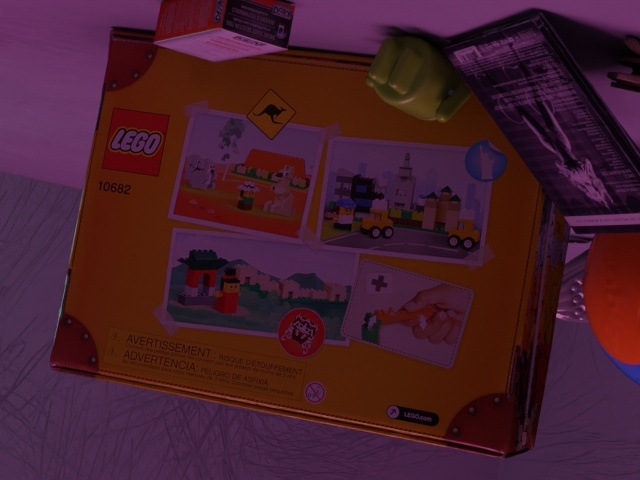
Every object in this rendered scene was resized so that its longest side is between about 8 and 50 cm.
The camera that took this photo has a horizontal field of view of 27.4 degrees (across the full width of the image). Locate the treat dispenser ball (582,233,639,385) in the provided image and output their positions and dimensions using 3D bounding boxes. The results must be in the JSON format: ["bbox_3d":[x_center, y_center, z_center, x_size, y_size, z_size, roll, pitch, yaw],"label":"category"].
[{"bbox_3d":[0.465,0.055,1.600,0.288,0.288,0.288,10,176,1],"label":"treat dispenser ball"}]

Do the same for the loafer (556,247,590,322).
[{"bbox_3d":[0.458,0.035,1.921,0.319,0.112,0.111,-16,-156,-16],"label":"loafer"}]

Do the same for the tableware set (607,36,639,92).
[{"bbox_3d":[0.342,-0.132,1.111,0.194,0.039,0.128,14,-174,9],"label":"tableware set"}]

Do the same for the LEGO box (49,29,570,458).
[{"bbox_3d":[0.000,0.000,1.403,0.500,0.372,0.193,9,176,17],"label":"LEGO box"}]

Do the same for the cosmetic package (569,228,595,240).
[{"bbox_3d":[0.371,-0.045,1.850,0.117,0.085,0.231,14,176,-43],"label":"cosmetic package"}]

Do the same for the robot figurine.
[{"bbox_3d":[0.092,-0.151,1.229,0.101,0.067,0.115,28,-174,32],"label":"robot figurine"}]

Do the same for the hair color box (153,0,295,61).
[{"bbox_3d":[-0.090,-0.198,1.207,0.072,0.043,0.141,13,176,-33],"label":"hair color box"}]

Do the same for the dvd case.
[{"bbox_3d":[0.210,-0.095,1.149,0.221,0.018,0.164,52,163,-12],"label":"dvd case"}]

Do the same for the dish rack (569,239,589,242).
[{"bbox_3d":[0.288,-0.050,2.092,0.271,0.074,0.208,14,173,-28],"label":"dish rack"}]
